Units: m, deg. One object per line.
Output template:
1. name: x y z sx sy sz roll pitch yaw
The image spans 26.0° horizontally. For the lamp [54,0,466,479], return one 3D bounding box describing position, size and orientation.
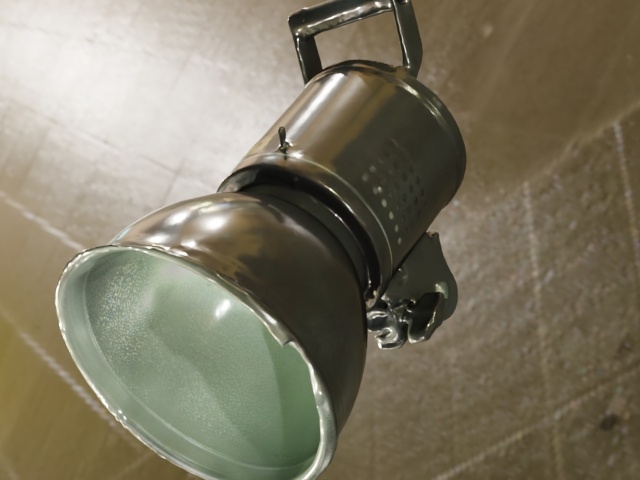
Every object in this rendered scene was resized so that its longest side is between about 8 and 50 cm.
1. lamp: 0.000 0.000 0.690 0.147 0.172 0.227 -12 28 43
